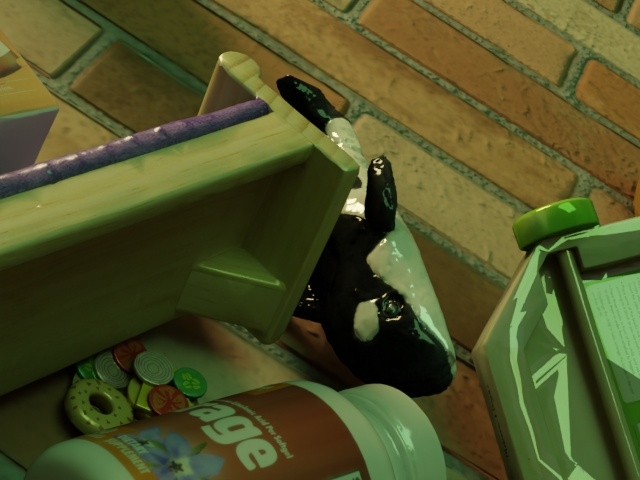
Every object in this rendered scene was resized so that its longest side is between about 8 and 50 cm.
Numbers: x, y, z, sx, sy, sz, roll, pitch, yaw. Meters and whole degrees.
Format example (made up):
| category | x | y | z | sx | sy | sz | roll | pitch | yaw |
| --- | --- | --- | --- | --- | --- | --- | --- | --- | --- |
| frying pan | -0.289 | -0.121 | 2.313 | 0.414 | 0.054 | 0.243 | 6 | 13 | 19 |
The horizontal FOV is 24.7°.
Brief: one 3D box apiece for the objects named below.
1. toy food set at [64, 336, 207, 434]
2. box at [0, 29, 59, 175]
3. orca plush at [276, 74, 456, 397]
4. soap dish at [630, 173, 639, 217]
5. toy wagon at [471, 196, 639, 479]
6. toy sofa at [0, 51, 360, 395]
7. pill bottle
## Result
| category | x | y | z | sx | sy | sz | roll | pitch | yaw |
| --- | --- | --- | --- | --- | --- | --- | --- | --- | --- |
| toy food set | -0.107 | 0.092 | 0.849 | 0.083 | 0.020 | 0.082 | 25 | 39 | -10 |
| box | -0.266 | -0.098 | 0.886 | 0.130 | 0.091 | 0.170 | -19 | 61 | -45 |
| orca plush | 0.000 | 0.000 | 0.963 | 0.102 | 0.151 | 0.287 | -14 | 55 | -5 |
| soap dish | 0.355 | 0.039 | 1.152 | 0.229 | 0.118 | 0.291 | 26 | 39 | -9 |
| toy wagon | 0.280 | 0.084 | 0.959 | 0.344 | 0.068 | 0.267 | -13 | 78 | -11 |
| toy sofa | -0.167 | 0.004 | 0.778 | 0.177 | 0.150 | 0.362 | 42 | 39 | 22 |
| pill bottle | -0.039 | 0.141 | 0.764 | 0.216 | 0.121 | 0.121 | -11 | 56 | -42 |
